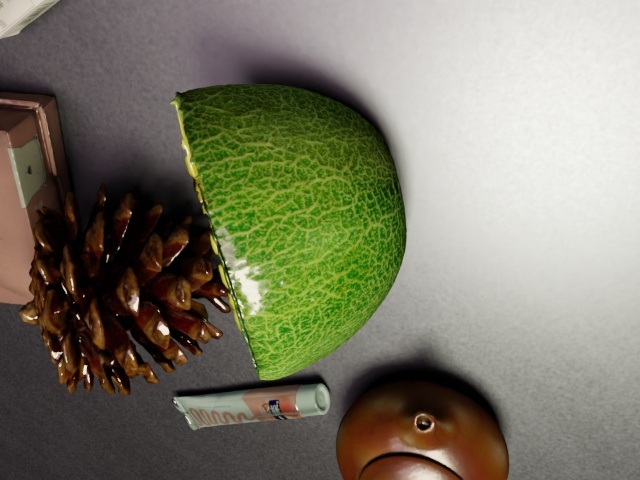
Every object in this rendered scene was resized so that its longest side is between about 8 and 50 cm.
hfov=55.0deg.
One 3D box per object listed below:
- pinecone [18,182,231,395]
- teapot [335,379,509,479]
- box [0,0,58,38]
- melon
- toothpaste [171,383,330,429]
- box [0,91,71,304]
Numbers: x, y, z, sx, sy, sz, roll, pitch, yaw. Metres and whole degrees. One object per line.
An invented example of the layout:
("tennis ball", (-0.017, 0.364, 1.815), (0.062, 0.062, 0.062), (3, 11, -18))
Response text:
("pinecone", (-0.179, 0.046, 0.583), (0.208, 0.207, 0.207), (8, 121, 14))
("teapot", (0.096, 0.253, 0.638), (0.178, 0.135, 0.251), (12, 121, 16))
("box", (-0.245, -0.244, 0.516), (0.155, 0.040, 0.083), (-21, 110, 28))
("melon", (0.000, 0.000, 0.493), (0.169, 0.129, 0.264), (-18, 117, -9))
("toothpaste", (-0.085, 0.195, 0.722), (0.205, 0.036, 0.056), (-14, 115, 29))
("box", (-0.372, -0.042, 0.623), (0.215, 0.086, 0.215), (5, 121, 2))
